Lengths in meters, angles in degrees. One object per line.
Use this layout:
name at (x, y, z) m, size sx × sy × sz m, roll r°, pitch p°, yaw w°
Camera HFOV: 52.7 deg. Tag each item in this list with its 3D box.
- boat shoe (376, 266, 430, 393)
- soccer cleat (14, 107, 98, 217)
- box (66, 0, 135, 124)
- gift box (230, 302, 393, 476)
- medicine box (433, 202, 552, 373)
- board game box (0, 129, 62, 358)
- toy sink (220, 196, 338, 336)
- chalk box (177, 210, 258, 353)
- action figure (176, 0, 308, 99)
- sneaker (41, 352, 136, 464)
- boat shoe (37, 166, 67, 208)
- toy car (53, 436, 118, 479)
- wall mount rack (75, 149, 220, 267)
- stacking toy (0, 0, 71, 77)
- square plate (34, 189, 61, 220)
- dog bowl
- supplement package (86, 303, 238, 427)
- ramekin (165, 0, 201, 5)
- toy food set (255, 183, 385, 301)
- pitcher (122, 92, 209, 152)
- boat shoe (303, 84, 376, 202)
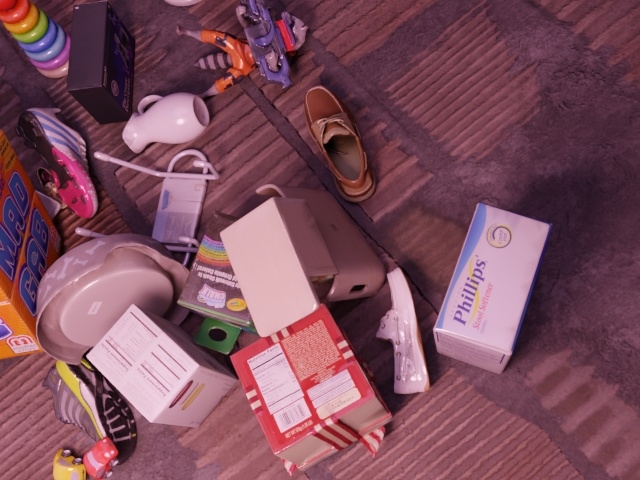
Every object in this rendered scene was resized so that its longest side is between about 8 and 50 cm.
boat shoe at (0.167, 0.196, 1.410) m, size 0.096 × 0.098 × 0.277 m, roll -12°, pitch 72°, yaw 6°
soccer cleat at (-0.656, -0.216, 1.701) m, size 0.116 × 0.143 × 0.331 m, roll -35°, pitch 87°, yaw 37°
box at (-0.581, -0.472, 1.730) m, size 0.103 × 0.184 × 0.261 m, roll -6°, pitch 72°, yaw 9°
gift box at (-0.011, 0.326, 1.315) m, size 0.255 × 0.258 × 0.276 m, roll -26°, pitch 62°, yaw 2°
medicine box at (0.341, 0.107, 1.303) m, size 0.149 × 0.289 × 0.263 m, roll 18°, pitch 77°, yaw 16°
board game box at (-0.822, 0.032, 1.405) m, size 0.356 × 0.356 × 0.356 m, roll -11°, pitch 46°, yaw -3°
toy sink at (-0.069, 0.052, 1.285) m, size 0.153 × 0.131 × 0.234 m, roll -32°, pitch 74°, yaw 29°
chalk box at (-0.191, 0.111, 1.468) m, size 0.180 × 0.179 × 0.289 m, roll 16°, pitch 77°, yaw 15°
action figure at (-0.197, -0.538, 1.687) m, size 0.330 × 0.178 × 0.341 m, roll -12°, pitch 95°, yaw 2°
sneaker at (-0.535, 0.394, 1.493) m, size 0.121 × 0.111 × 0.300 m, roll -45°, pitch 69°, yaw 15°
boat shoe at (-0.716, -0.141, 1.721) m, size 0.050 × 0.045 × 0.135 m, roll -41°, pitch 69°, yaw -4°
toy car at (-0.502, 0.556, 1.410) m, size 0.239 × 0.053 × 0.225 m, roll -23°, pitch 84°, yaw 37°
wall mount rack at (-0.417, -0.091, 1.602) m, size 0.304 × 0.130 × 0.350 m, roll 4°, pitch 72°, yaw 12°
stacking toy at (-0.784, -0.576, 1.724) m, size 0.141 × 0.330 × 0.141 m, roll -3°, pitch 72°, yaw 10°
square plate at (-0.907, -0.024, 1.695) m, size 0.347 × 0.049 × 0.344 m, roll 28°, pitch 80°, yaw 8°
dog bowl at (-0.458, 0.127, 1.437) m, size 0.349 × 0.349 × 0.102 m, roll -35°, pitch 56°, yaw -2°
supplement package at (-0.329, 0.278, 1.392) m, size 0.204 × 0.262 × 0.145 m, roll 38°, pitch 83°, yaw 19°
ramekin at (-0.392, -0.784, 1.835) m, size 0.207 × 0.109 × 0.207 m, roll -3°, pitch 72°, yaw 10°
toy food set at (0.000, 0.000, 1.452) m, size 0.092 × 0.220 × 0.306 m, roll -46°, pitch 67°, yaw 24°
pitcher at (-0.399, -0.329, 1.689) m, size 0.207 × 0.125 × 0.177 m, roll -12°, pitch 58°, yaw 19°
boat shoe at (0.047, -0.249, 1.568) m, size 0.123 × 0.120 × 0.324 m, roll -26°, pitch 69°, yaw 2°
